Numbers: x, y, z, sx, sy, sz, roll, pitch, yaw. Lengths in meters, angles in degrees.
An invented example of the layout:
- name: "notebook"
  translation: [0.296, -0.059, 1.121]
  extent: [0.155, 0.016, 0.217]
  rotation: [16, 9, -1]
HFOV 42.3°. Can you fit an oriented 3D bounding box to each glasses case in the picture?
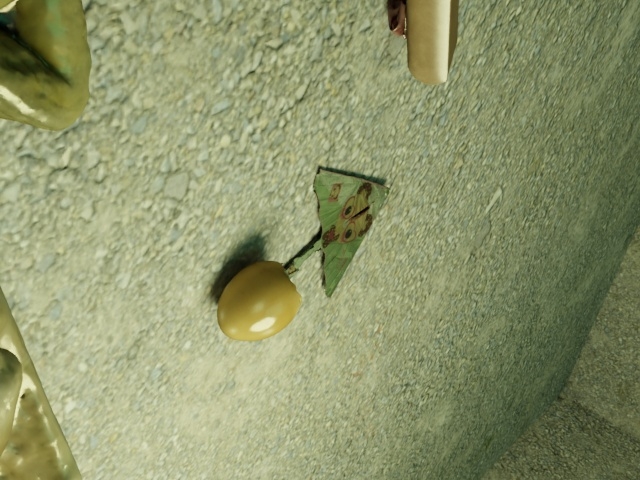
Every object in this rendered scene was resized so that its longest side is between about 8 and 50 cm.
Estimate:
- name: "glasses case"
  translation: [0.108, -0.272, 0.855]
  extent: [0.194, 0.070, 0.102]
  rotation: [83, 20, -48]

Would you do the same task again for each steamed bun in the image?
- name: "steamed bun"
  translation: [-0.194, -0.154, 0.438]
  extent: [0.172, 0.140, 0.155]
  rotation: [21, 88, -64]

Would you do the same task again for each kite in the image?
- name: "kite"
  translation: [0.001, 0.001, 1.011]
  extent: [0.250, 0.012, 0.229]
  rotation: [-41, 145, -26]

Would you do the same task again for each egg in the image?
- name: "egg"
  translation: [-0.070, 0.068, 0.901]
  extent: [0.096, 0.080, 0.080]
  rotation: [-28, 144, -16]

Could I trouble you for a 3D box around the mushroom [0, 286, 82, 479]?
- name: "mushroom"
  translation: [-0.306, 0.177, 0.552]
  extent: [0.313, 0.224, 0.397]
  rotation: [-21, 131, -26]
